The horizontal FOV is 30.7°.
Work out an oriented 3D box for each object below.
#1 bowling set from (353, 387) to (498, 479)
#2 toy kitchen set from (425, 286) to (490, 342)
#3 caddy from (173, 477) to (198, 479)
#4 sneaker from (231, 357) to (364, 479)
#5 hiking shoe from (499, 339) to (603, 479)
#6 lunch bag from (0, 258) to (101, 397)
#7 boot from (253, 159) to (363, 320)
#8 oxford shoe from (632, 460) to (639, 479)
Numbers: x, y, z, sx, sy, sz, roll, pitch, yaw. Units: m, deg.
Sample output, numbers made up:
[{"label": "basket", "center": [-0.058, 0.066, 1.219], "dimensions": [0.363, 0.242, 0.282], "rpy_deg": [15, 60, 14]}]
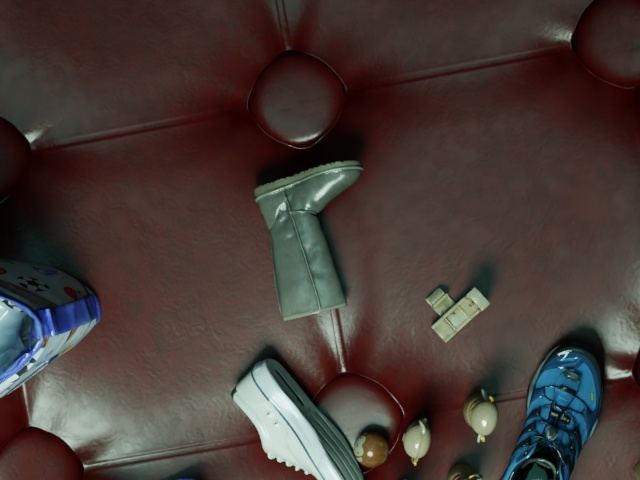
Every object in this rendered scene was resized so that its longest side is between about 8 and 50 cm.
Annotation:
[{"label": "bowling set", "center": [0.141, 0.342, 1.679], "dimensions": [0.199, 0.154, 0.287], "rpy_deg": [8, 88, 4]}, {"label": "toy kitchen set", "center": [0.194, 0.098, 1.723], "dimensions": [0.083, 0.075, 0.068], "rpy_deg": [-43, 84, -2]}, {"label": "caddy", "center": [-0.248, 0.460, 1.628], "dimensions": [0.241, 0.341, 0.179], "rpy_deg": [-30, 104, 3]}, {"label": "sneaker", "center": [-0.032, 0.299, 1.737], "dimensions": [0.091, 0.094, 0.258], "rpy_deg": [-40, 81, 20]}, {"label": "hiking shoe", "center": [0.337, 0.292, 1.676], "dimensions": [0.113, 0.132, 0.304], "rpy_deg": [18, 89, 5]}, {"label": "lunch bag", "center": [-0.531, 0.131, 1.653], "dimensions": [0.385, 0.328, 0.239], "rpy_deg": [-5, 92, 3]}, {"label": "boot", "center": [0.002, 0.000, 1.742], "dimensions": [0.189, 0.076, 0.209], "rpy_deg": [-20, 80, 18]}, {"label": "oxford shoe", "center": [0.519, 0.417, 1.695], "dimensions": [0.096, 0.083, 0.227], "rpy_deg": [-23, 86, 23]}]
